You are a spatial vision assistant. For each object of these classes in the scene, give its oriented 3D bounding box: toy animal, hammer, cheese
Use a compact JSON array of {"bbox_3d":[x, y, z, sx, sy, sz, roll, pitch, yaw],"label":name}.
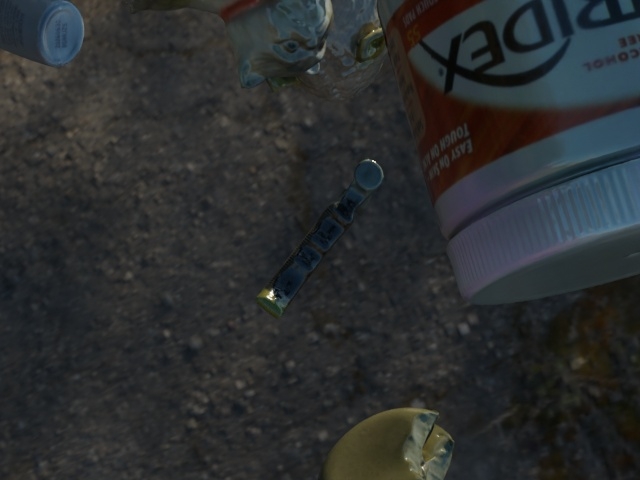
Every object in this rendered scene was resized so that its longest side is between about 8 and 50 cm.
[{"bbox_3d":[0.005,-0.328,1.686,0.226,0.188,0.358,-76,151,-51],"label":"toy animal"},{"bbox_3d":[0.000,0.000,1.637,0.041,0.159,0.226,37,83,3],"label":"hammer"},{"bbox_3d":[0.088,0.304,1.711,0.202,0.175,0.091,-53,133,-23],"label":"cheese"},{"bbox_3d":[-0.133,-0.277,1.509,0.266,0.188,0.308,32,41,33],"label":"toy animal"}]

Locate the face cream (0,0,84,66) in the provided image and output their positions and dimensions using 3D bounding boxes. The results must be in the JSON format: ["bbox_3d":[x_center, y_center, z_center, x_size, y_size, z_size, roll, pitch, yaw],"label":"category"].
[{"bbox_3d":[-0.318,-0.234,1.321,0.057,0.198,0.084,-17,125,-42],"label":"face cream"}]

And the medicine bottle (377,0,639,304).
[{"bbox_3d":[0.187,-0.103,0.918,0.253,0.252,0.240,-7,76,-36],"label":"medicine bottle"}]
